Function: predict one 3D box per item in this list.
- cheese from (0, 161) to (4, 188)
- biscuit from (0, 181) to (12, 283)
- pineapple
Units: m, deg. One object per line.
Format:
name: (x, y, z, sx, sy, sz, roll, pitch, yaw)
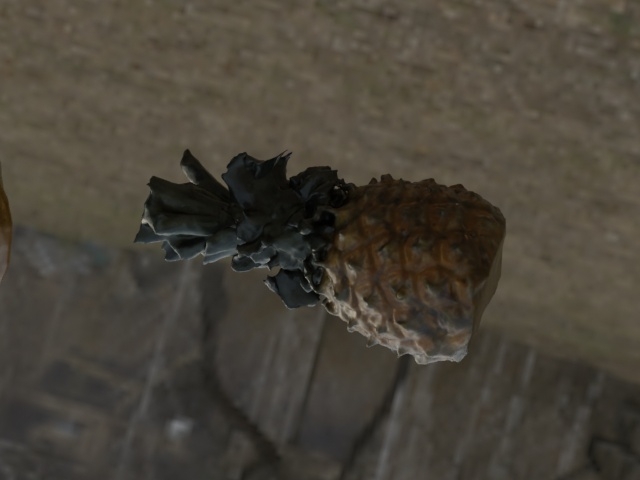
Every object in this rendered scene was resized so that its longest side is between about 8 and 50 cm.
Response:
cheese: (-0.439, -0.004, 1.728, 0.242, 0.124, 0.265, 8, 146, -30)
biscuit: (-0.338, -0.005, 1.305, 0.299, 0.154, 0.045, 14, -150, 19)
pineapple: (0.000, 0.001, 1.327, 0.248, 0.128, 0.128, 16, 172, 13)
